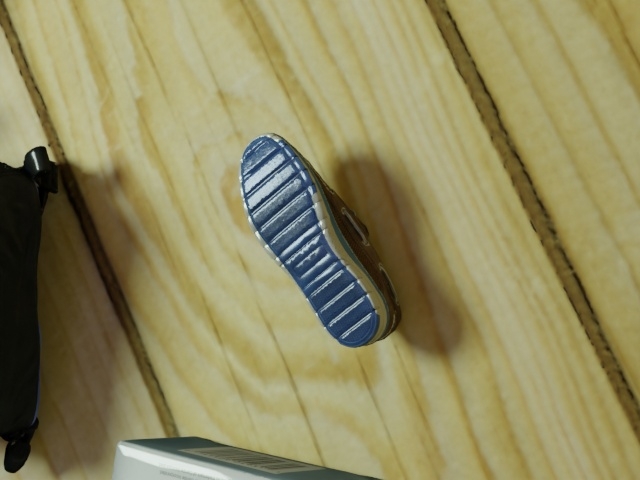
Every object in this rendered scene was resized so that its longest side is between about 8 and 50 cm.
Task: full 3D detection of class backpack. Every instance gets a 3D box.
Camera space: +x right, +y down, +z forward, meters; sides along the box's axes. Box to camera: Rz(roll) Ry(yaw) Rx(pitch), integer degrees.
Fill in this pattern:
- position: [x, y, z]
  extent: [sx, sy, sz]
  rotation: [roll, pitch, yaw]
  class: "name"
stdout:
- position: [-0.372, 0.046, 1.526]
  extent: [0.263, 0.213, 0.276]
  rotation: [8, 94, 41]
  class: "backpack"

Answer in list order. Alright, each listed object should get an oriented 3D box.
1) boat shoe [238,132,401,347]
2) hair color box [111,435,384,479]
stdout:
- position: [0.000, 0.000, 1.381]
  extent: [0.066, 0.066, 0.183]
  rotation: [-34, 77, 26]
  class: "boat shoe"
- position: [-0.078, 0.352, 1.379]
  extent: [0.185, 0.113, 0.374]
  rotation: [9, 91, 31]
  class: "hair color box"
